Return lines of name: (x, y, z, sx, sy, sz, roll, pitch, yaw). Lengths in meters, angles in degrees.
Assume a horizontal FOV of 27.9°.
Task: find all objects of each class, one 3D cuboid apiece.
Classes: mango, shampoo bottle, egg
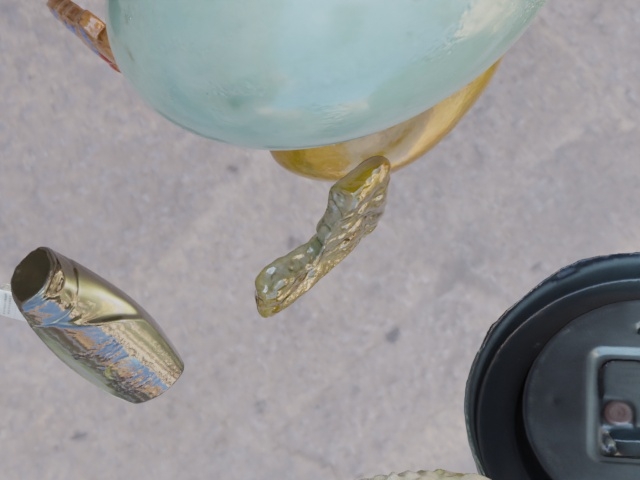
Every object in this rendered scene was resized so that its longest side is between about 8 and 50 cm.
mango: (0.094, -0.272, 1.824, 0.446, 0.300, 0.232, -52, 165, -5)
shampoo bottle: (-0.303, 0.119, 1.738, 0.125, 0.084, 0.350, -34, 147, 0)
egg: (0.014, -0.221, 1.003, 0.389, 0.276, 0.276, -25, 136, 8)

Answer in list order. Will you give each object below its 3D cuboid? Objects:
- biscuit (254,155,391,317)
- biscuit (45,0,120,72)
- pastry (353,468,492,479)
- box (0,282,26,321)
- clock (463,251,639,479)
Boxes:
biscuit: (0.000, 0.000, 1.332, 0.183, 0.039, 0.174, -41, 168, -10)
biscuit: (-0.233, -0.219, 1.560, 0.043, 0.280, 0.183, -50, 161, 2)
pastry: (0.062, 0.202, 0.641, 0.121, 0.089, 0.258, 14, 144, 21)
box: (-0.491, 0.106, 2.131, 0.083, 0.024, 0.054, 15, 121, 0)
clock: (0.287, 0.155, 1.098, 0.325, 0.325, 0.067, -22, 142, -7)
